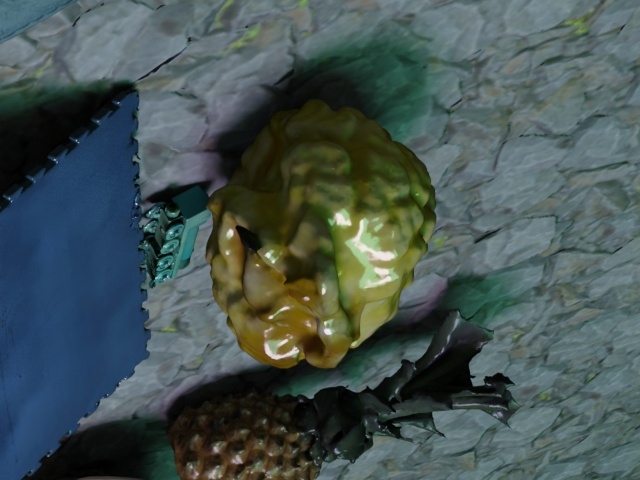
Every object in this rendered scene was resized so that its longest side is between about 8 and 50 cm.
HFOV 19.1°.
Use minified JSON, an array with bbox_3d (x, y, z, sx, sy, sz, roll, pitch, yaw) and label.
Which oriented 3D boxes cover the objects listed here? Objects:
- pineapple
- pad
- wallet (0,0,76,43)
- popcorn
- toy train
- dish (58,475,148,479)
[{"bbox_3d":[0.017,0.142,1.543,0.277,0.119,0.130,-20,132,-4],"label":"pineapple"},{"bbox_3d":[-0.192,0.069,1.194,0.269,0.012,0.270,-45,153,-37],"label":"pad"},{"bbox_3d":[-0.224,-0.157,0.951,0.290,0.054,0.251,-29,155,0],"label":"wallet"},{"bbox_3d":[0.000,0.000,1.246,0.170,0.180,0.180,-6,147,-36],"label":"popcorn"},{"bbox_3d":[-0.102,-0.002,1.314,0.045,0.029,0.092,-28,159,-26],"label":"toy train"},{"bbox_3d":[-0.176,0.244,1.595,0.154,0.064,0.234,5,146,-7],"label":"dish"}]
